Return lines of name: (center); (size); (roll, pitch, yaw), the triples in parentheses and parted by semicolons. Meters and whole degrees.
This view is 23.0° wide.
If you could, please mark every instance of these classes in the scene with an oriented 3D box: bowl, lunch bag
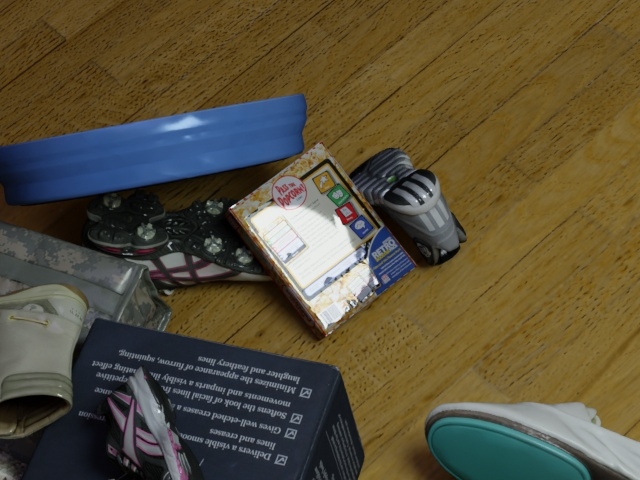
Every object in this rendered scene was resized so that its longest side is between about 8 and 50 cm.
bowl: (-0.206, -0.109, 1.912); (0.391, 0.391, 0.077); (-9, 95, 5)
lunch bag: (-0.350, 0.144, 1.862); (0.235, 0.169, 0.287); (17, 68, 17)

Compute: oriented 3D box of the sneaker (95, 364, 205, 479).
sneaker: (-0.174, 0.216, 1.584); (0.077, 0.072, 0.178); (-32, 46, 3)

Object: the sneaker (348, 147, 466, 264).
sneaker: (0.112, -0.031, 1.942); (0.086, 0.132, 0.228); (-35, 20, -3)

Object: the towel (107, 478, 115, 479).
towel: (-0.247, 0.309, 1.549); (0.148, 0.027, 0.110); (-25, 55, -8)

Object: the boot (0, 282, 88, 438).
boot: (-0.357, 0.140, 1.695); (0.213, 0.077, 0.165); (-14, 45, 13)

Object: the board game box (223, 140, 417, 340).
board game box: (0.000, 0.000, 1.904); (0.147, 0.045, 0.193); (-36, 89, -15)

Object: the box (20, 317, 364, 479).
box: (-0.157, 0.319, 1.670); (0.294, 0.212, 0.395); (11, 58, 18)

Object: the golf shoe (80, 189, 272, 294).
golf shoe: (-0.162, 0.011, 1.960); (0.273, 0.120, 0.105); (10, 49, -9)

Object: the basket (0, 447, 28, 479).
basket: (-0.371, 0.317, 1.724); (0.103, 0.113, 0.167); (24, 89, 7)

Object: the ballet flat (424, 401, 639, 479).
ballet flat: (0.312, 0.249, 1.693); (0.400, 0.139, 0.139); (19, 61, 18)
